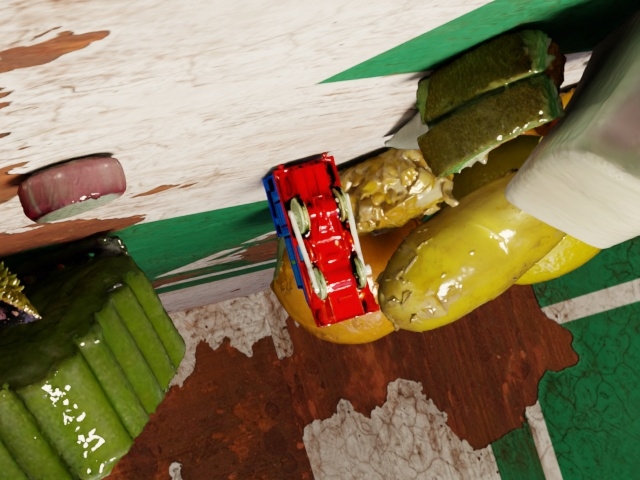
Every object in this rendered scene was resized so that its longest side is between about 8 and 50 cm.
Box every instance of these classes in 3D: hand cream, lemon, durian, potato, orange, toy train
[{"bbox_3d":[0.148,-0.137,1.975,0.124,0.078,0.340,-17,-176,-3],"label":"hand cream"},{"bbox_3d":[0.302,-0.053,2.483,0.263,0.236,0.236,-44,164,23],"label":"lemon"},{"bbox_3d":[-0.438,0.060,2.050,0.186,0.119,0.108,-23,-149,12],"label":"durian"},{"bbox_3d":[0.206,0.011,2.302,0.300,0.140,0.173,-36,175,0],"label":"potato"},{"bbox_3d":[0.043,0.034,2.532,0.240,0.240,0.240,-17,176,-1],"label":"orange"},{"bbox_3d":[0.000,0.000,2.129,0.082,0.204,0.131,-15,180,-15],"label":"toy train"}]

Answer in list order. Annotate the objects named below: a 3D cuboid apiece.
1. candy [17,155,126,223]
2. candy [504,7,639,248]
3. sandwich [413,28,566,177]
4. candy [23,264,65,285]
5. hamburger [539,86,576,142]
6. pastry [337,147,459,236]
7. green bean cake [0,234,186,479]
[{"bbox_3d":[-0.234,-0.048,1.629,0.103,0.043,0.103,-17,176,-1],"label":"candy"},{"bbox_3d":[0.319,-0.112,1.734,0.208,0.145,0.359,-56,-179,-8],"label":"candy"},{"bbox_3d":[0.191,-0.139,1.703,0.160,0.109,0.185,-11,173,-40],"label":"sandwich"},{"bbox_3d":[-0.388,0.064,2.370,0.122,0.062,0.038,-20,176,33],"label":"candy"},{"bbox_3d":[0.352,-0.144,2.219,0.162,0.115,0.162,-20,177,-1],"label":"hamburger"},{"bbox_3d":[0.086,-0.062,2.304,0.250,0.102,0.154,-18,168,41],"label":"pastry"},{"bbox_3d":[-0.363,0.175,2.195,0.335,0.218,0.319,-24,-160,25],"label":"green bean cake"}]
